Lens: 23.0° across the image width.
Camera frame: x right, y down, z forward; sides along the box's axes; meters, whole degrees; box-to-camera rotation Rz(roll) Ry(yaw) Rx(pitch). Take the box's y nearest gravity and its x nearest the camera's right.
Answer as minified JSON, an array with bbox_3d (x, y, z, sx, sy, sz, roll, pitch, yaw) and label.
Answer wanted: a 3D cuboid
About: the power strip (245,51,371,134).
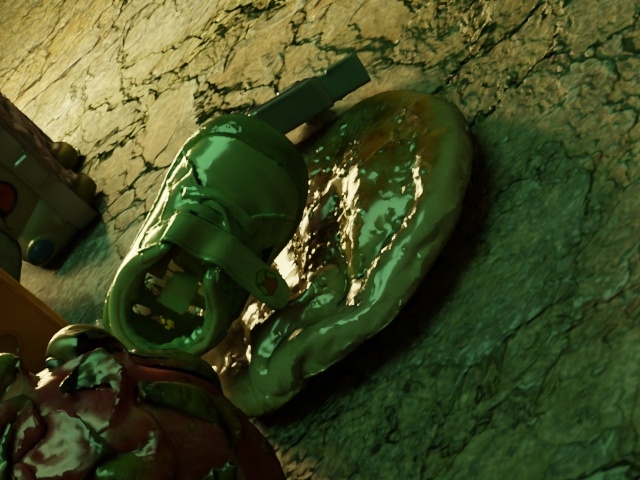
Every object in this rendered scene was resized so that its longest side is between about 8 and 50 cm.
[{"bbox_3d":[-0.013,-0.148,1.722,0.145,0.061,0.215,-32,6,-3],"label":"power strip"}]

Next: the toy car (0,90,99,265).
[{"bbox_3d":[-0.467,-0.094,2.146,0.226,0.242,0.336,-43,26,2],"label":"toy car"}]

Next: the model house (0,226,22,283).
[{"bbox_3d":[-0.498,0.070,2.007,0.239,0.173,0.268,0,83,56],"label":"model house"}]

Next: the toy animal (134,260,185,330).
[{"bbox_3d":[-0.168,0.057,1.671,0.082,0.114,0.091,-12,58,40],"label":"toy animal"}]

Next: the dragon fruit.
[{"bbox_3d":[-0.169,0.200,1.286,0.250,0.291,0.269,-41,26,24],"label":"dragon fruit"}]

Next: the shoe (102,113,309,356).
[{"bbox_3d":[-0.101,0.016,1.450,0.262,0.140,0.128,-54,20,10],"label":"shoe"}]

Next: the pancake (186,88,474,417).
[{"bbox_3d":[0.000,-0.001,1.530,0.387,0.082,0.387,-39,26,23],"label":"pancake"}]

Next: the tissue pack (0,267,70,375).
[{"bbox_3d":[-0.425,0.167,1.803,0.274,0.194,0.145,-54,32,-12],"label":"tissue pack"}]

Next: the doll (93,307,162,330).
[{"bbox_3d":[-0.209,0.122,1.701,0.114,0.057,0.227,-36,20,8],"label":"doll"}]
